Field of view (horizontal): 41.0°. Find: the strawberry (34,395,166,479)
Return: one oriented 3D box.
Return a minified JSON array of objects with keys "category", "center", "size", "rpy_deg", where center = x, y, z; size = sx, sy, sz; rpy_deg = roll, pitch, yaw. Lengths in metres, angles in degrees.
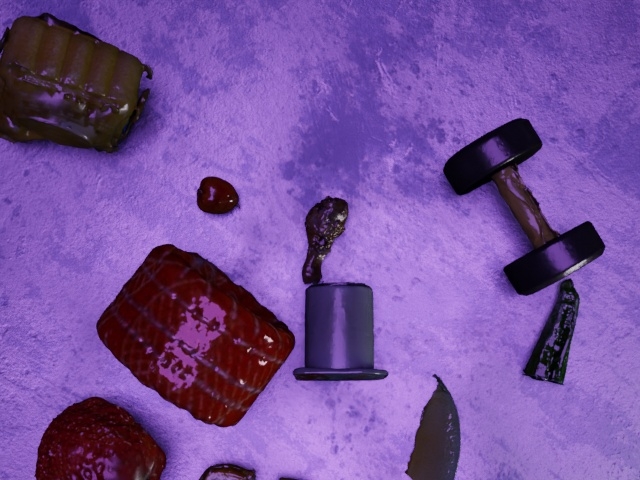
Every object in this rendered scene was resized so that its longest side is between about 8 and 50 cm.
[{"category":"strawberry","center":[-0.447,0.439,1.706],"size":[0.257,0.257,0.276],"rpy_deg":[-32,62,-3]}]

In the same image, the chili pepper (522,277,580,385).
[{"category":"chili pepper","center":[0.492,0.185,1.794],"size":[0.088,0.059,0.226],"rpy_deg":[16,82,8]}]

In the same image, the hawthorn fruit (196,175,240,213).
[{"category":"hawthorn fruit","center":[-0.216,-0.094,1.838],"size":[0.093,0.081,0.081],"rpy_deg":[11,82,-27]}]

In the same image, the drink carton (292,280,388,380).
[{"category":"drink carton","center":[0.042,0.194,1.753],"size":[0.191,0.185,0.189],"rpy_deg":[0,72,3]}]

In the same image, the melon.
[{"category":"melon","center":[0.240,0.412,1.786],"size":[0.114,0.053,0.261],"rpy_deg":[3,79,20]}]

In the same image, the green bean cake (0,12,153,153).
[{"category":"green bean cake","center":[-0.540,-0.285,1.793],"size":[0.310,0.285,0.202],"rpy_deg":[19,58,-19]}]

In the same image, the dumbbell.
[{"category":"dumbbell","center":[0.414,-0.067,1.753],"size":[0.204,0.204,0.322],"rpy_deg":[-29,83,-2]}]

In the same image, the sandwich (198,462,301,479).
[{"category":"sandwich","center":[-0.141,0.592,1.737],"size":[0.274,0.095,0.248],"rpy_deg":[13,84,2]}]

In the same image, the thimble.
[{"category":"thimble","center":[-0.236,0.181,1.673],"size":[0.350,0.350,0.230],"rpy_deg":[38,89,5]}]

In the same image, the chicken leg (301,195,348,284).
[{"category":"chicken leg","center":[-0.001,0.000,1.828],"size":[0.085,0.069,0.197],"rpy_deg":[16,90,-21]}]
